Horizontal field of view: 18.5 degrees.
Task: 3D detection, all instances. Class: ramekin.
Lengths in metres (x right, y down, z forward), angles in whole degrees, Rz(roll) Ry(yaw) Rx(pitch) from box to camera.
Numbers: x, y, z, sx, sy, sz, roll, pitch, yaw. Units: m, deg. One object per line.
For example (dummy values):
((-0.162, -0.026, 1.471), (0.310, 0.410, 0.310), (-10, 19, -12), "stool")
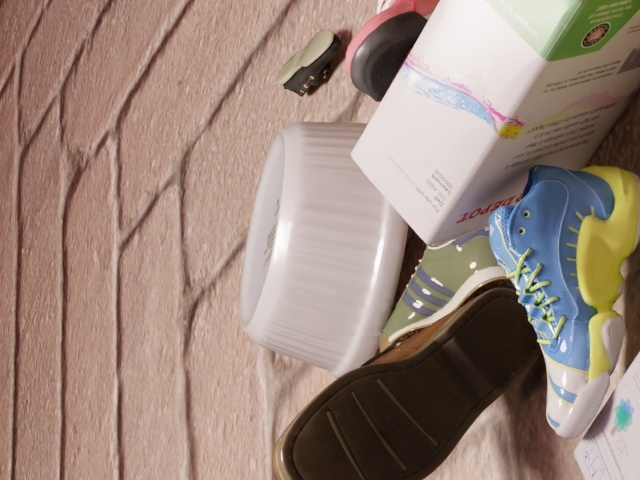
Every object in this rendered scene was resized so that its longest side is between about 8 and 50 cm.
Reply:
((0.000, 0.000, 2.028), (0.273, 0.127, 0.273), (-169, 90, -81), "ramekin")

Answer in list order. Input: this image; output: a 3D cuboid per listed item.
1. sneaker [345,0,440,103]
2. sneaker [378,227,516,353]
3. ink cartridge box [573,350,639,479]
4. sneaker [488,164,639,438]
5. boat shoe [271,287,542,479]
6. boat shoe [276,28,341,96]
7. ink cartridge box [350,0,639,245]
((0.090, -0.205, 1.758), (0.136, 0.314, 0.116), (42, 123, 14), "sneaker")
((0.119, 0.042, 1.881), (0.192, 0.064, 0.086), (-39, 51, 46), "sneaker")
((0.300, 0.121, 1.438), (0.186, 0.065, 0.311), (-106, 32, -47), "ink cartridge box")
((0.187, 0.041, 1.605), (0.091, 0.126, 0.240), (106, 180, -62), "sneaker")
((0.069, 0.152, 1.715), (0.111, 0.307, 0.104), (59, 144, 4), "boat shoe")
((-0.006, -0.210, 2.324), (0.133, 0.042, 0.049), (-36, 27, 58), "boat shoe")
((0.176, -0.146, 1.639), (0.117, 0.201, 0.278), (49, 132, 22), "ink cartridge box")
